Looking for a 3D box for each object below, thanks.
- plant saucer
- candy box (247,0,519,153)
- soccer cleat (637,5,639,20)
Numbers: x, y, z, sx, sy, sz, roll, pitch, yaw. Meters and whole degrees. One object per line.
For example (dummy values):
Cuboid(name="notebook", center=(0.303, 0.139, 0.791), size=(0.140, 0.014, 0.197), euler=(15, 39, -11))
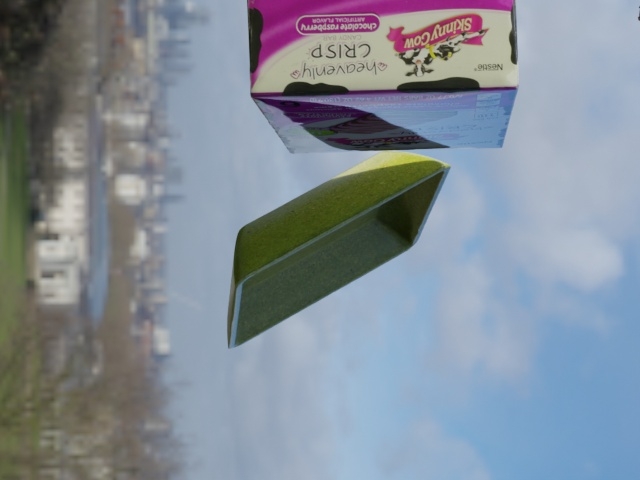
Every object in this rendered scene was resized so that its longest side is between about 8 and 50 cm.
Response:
Cuboid(name="plant saucer", center=(0.000, 0.000, 1.196), size=(0.045, 0.188, 0.188), euler=(57, -15, 14))
Cuboid(name="candy box", center=(0.044, -0.107, 0.980), size=(0.233, 0.159, 0.071), euler=(38, 51, -83))
Cuboid(name="soccer cleat", center=(0.356, -0.219, 1.600), size=(0.035, 0.029, 0.083), euler=(178, -92, -70))
